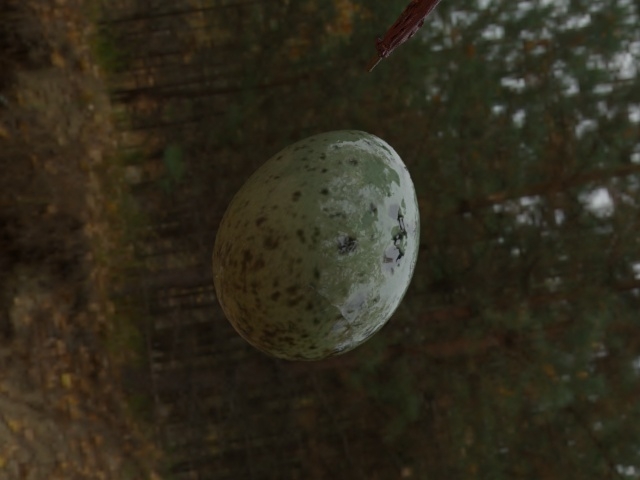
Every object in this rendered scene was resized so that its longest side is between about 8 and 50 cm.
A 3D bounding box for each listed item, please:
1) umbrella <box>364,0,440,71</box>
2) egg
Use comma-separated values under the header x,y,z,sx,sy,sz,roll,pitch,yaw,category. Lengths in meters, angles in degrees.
x,y,z,sx,sy,sz,roll,pitch,yaw,category
0.098,-0.235,1.162,0.165,0.027,0.025,-43,-166,37,umbrella
0.000,0.000,0.477,0.085,0.085,0.110,88,21,-61,egg
